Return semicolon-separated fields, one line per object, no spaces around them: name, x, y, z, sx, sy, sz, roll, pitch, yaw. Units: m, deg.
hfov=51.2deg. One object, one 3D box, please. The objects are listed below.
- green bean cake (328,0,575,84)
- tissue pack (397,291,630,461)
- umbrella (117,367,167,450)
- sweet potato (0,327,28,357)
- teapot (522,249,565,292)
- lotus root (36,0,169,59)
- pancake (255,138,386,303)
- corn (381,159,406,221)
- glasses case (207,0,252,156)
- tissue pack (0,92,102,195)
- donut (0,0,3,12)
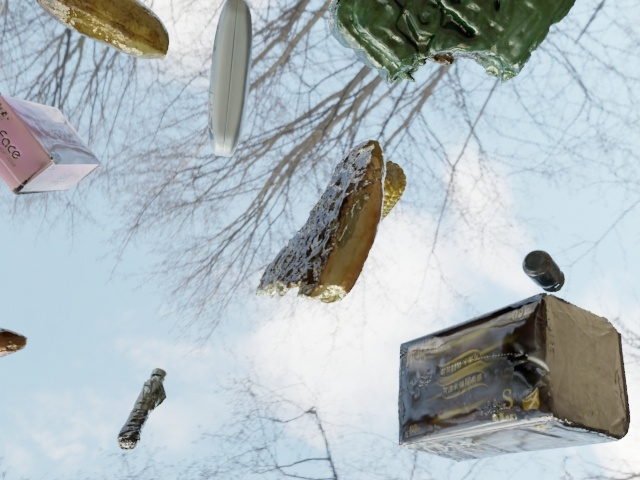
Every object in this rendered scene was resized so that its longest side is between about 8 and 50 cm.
green bean cake;0.205;-0.373;1.071;0.307;0.169;0.300;36;-76;-15
tissue pack;0.307;0.250;1.143;0.198;0.370;0.210;18;-121;-27
umbrella;-0.336;0.322;1.280;0.050;0.046;0.188;40;-152;-16
sweet potato;-0.697;0.179;1.192;0.359;0.112;0.112;11;-119;17
teapot;0.356;0.048;1.086;0.083;0.063;0.049;38;-99;-43
lotus root;-0.388;-0.410;1.191;0.258;0.097;0.110;23;-80;-23
pancake;0.000;0.000;0.911;0.057;0.244;0.266;35;-141;-19
corn;0.057;-0.042;1.289;0.106;0.305;0.106;17;-131;-21
glasses case;-0.104;-0.186;0.765;0.045;0.067;0.179;5;-84;-10
tissue pack;-0.504;-0.168;1.186;0.092;0.246;0.149;-38;-84;4
donut;-0.782;-0.456;1.252;0.330;0.330;0.160;-28;-72;-31
